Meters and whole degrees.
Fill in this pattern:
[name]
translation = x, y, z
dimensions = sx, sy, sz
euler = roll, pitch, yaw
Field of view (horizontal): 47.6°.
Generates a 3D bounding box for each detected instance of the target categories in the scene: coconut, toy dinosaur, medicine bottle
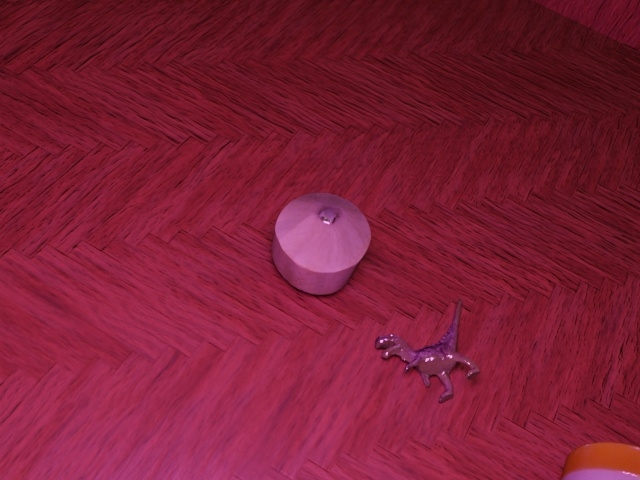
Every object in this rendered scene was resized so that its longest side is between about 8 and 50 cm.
[coconut]
translation = 0.000, 0.000, 1.536
dimensions = 0.202, 0.222, 0.202
euler = 6, 59, -10
[toy dinosaur]
translation = 0.255, 0.225, 1.526
dimensions = 0.251, 0.072, 0.200
euler = -24, 52, -17
[medicine bottle]
translation = 0.525, 0.513, 1.264
dimensions = 0.238, 0.238, 0.232
euler = 26, 54, 7
